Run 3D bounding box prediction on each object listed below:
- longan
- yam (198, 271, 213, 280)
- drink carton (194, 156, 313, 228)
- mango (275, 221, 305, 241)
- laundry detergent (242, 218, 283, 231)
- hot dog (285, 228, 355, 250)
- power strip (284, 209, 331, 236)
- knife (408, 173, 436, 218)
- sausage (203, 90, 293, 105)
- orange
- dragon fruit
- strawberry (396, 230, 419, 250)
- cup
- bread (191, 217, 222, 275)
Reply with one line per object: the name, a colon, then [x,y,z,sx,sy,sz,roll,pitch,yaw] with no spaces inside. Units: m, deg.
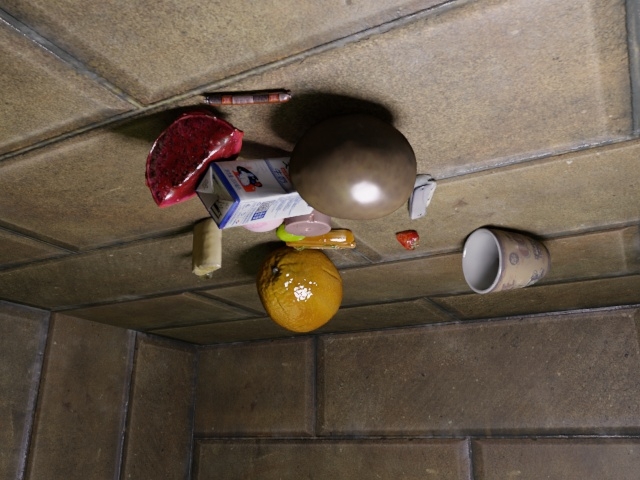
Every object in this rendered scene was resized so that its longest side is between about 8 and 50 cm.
longan: [0.075,-0.165,1.357,0.300,0.243,0.300,16,168,3]
yam: [-0.429,0.085,2.235,0.054,0.132,0.054,6,154,3]
drink carton: [-0.140,-0.124,1.448,0.315,0.130,0.106,-13,152,-47]
mango: [-0.099,-0.029,2.007,0.108,0.056,0.073,6,132,-14]
laundry detergent: [-0.229,-0.119,1.717,0.159,0.088,0.335,-10,158,15]
hot dog: [0.000,0.000,2.078,0.249,0.068,0.100,0,161,2]
power strip: [-0.042,-0.069,1.867,0.154,0.078,0.154,-2,163,-1]
knife: [0.303,-0.127,1.760,0.073,0.041,0.265,-11,160,0]
sausage: [-0.157,-0.309,1.272,0.198,0.025,0.028,-3,129,6]
orange: [-0.082,0.176,2.203,0.322,0.322,0.357,-9,153,25]
dragon fruit: [-0.297,-0.203,1.412,0.262,0.134,0.211,-41,166,8]
strawberry: [0.311,-0.006,2.081,0.083,0.073,0.073,31,176,29]
cup: [0.654,0.070,2.105,0.257,0.227,0.301,4,-170,-22]
bread: [-0.382,0.017,1.967,0.060,0.178,0.139,15,154,-39]
